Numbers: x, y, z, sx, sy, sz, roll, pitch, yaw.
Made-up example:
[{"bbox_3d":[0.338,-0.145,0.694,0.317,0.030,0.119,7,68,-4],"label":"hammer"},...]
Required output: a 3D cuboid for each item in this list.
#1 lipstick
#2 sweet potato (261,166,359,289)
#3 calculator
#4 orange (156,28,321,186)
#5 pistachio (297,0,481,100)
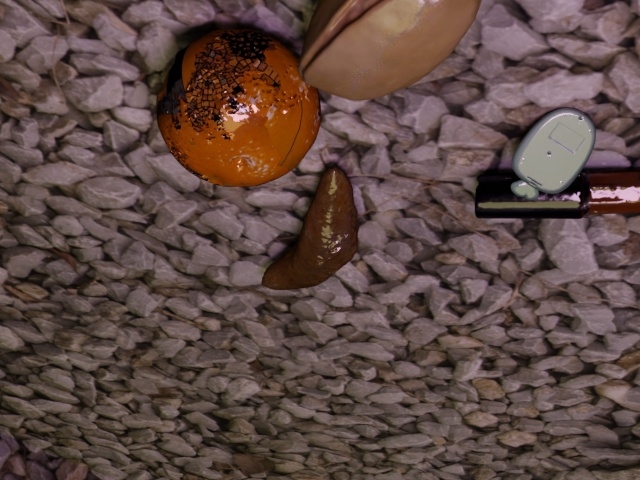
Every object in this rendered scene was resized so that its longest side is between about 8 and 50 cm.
[{"bbox_3d":[0.435,-0.072,1.620,0.418,0.077,0.077,-2,144,13],"label":"lipstick"},{"bbox_3d":[0.002,0.003,1.811,0.114,0.092,0.341,31,142,-1],"label":"sweet potato"},{"bbox_3d":[0.327,-0.119,1.574,0.095,0.021,0.153,31,114,-5],"label":"calculator"},{"bbox_3d":[-0.111,-0.176,1.522,0.234,0.182,0.234,-4,142,-3],"label":"orange"},{"bbox_3d":[0.081,-0.271,1.339,0.181,0.162,0.293,-17,170,-42],"label":"pistachio"}]
